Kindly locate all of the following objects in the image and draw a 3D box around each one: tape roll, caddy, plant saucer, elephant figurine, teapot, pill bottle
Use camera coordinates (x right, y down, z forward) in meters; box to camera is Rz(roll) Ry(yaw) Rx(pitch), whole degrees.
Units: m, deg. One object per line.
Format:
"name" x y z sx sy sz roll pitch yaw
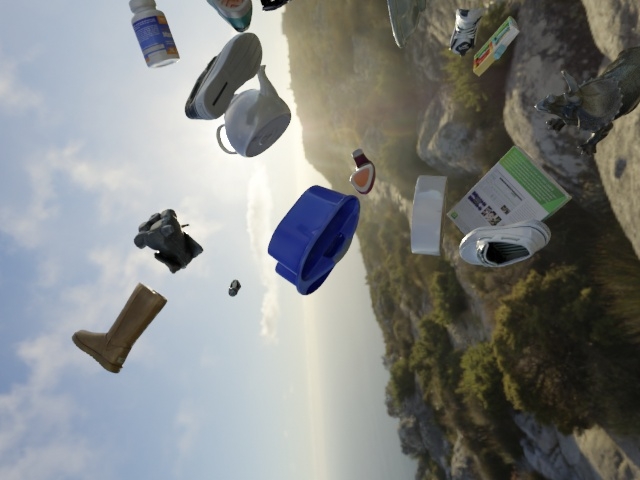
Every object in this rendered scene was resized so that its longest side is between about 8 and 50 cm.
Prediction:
"tape roll" 0.391 -0.091 1.674 0.286 0.100 0.287 5 -90 -72
"caddy" 0.000 0.000 1.394 0.341 0.179 0.241 -54 -23 -23
"plant saucer" 0.263 -0.810 1.437 0.400 0.100 0.401 -5 -90 -73
"elephant figurine" -0.466 0.027 1.523 0.239 0.169 0.186 59 -165 -32
"teapot" -0.236 -0.413 1.579 0.187 0.256 0.252 47 170 5
"pill bottle" -0.732 -0.909 2.051 0.152 0.152 0.272 -104 -3 -77

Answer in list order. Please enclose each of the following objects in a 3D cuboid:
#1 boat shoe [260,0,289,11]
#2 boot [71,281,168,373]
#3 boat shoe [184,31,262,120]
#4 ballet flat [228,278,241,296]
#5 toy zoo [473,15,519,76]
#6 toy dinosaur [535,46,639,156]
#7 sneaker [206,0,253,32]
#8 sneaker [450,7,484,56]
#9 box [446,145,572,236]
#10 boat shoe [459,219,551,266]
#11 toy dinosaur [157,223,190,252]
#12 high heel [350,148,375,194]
"boat shoe" -0.086 -0.947 1.743 0.127 0.340 0.158 52 -132 -40
"boot" -0.643 0.256 1.511 0.270 0.236 0.089 -60 -23 -9
"boat shoe" -0.281 -0.470 1.321 0.335 0.119 0.121 -63 -39 -30
"ballet flat" -0.298 0.158 1.644 0.114 0.041 0.041 -99 5 -72
"toy zoo" 0.645 -0.716 1.732 0.192 0.030 0.293 -48 9 37
"toy dinosaur" 0.489 -0.245 0.781 0.121 0.313 0.160 54 165 12
"sneaker" -0.241 -0.603 1.046 0.121 0.108 0.302 111 135 -82
"sneaker" 0.505 -0.718 1.626 0.235 0.093 0.153 -78 -13 -66
"box" 0.599 -0.110 1.523 0.232 0.058 0.322 55 127 22
"boat shoe" 0.347 0.014 0.944 0.083 0.075 0.226 51 154 -1
"toy dinosaur" -0.693 -0.027 2.105 0.118 0.064 0.268 53 -144 -25
"high heel" 0.145 -0.185 1.464 0.117 0.082 0.244 56 -167 -33
